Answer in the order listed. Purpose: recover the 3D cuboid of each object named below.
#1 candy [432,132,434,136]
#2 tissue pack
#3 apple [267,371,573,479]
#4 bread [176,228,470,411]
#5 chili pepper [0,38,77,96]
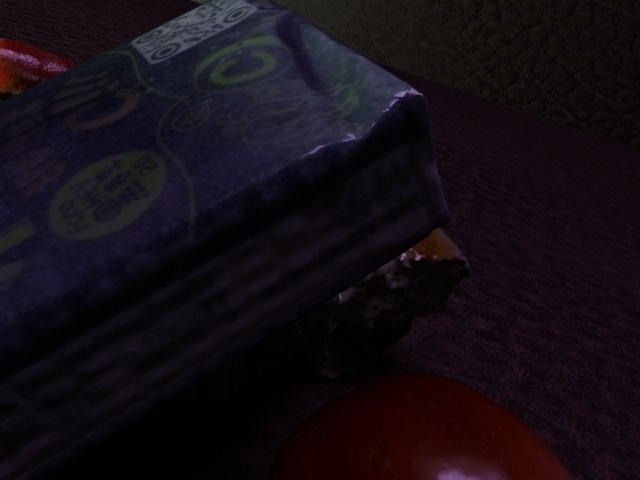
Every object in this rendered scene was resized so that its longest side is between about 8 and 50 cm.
[{"bbox_3d":[0.064,-0.165,1.127,0.184,0.137,0.195,29,28,20],"label":"candy"},{"bbox_3d":[-0.157,-0.015,0.444,0.394,0.124,0.288,-31,40,-10],"label":"tissue pack"},{"bbox_3d":[0.057,0.167,0.388,0.181,0.181,0.168,3,39,-31],"label":"apple"},{"bbox_3d":[-0.034,0.027,0.609,0.314,0.171,0.192,-14,53,-42],"label":"bread"},{"bbox_3d":[-0.468,-0.260,1.011,0.192,0.084,0.086,7,10,-34],"label":"chili pepper"}]
